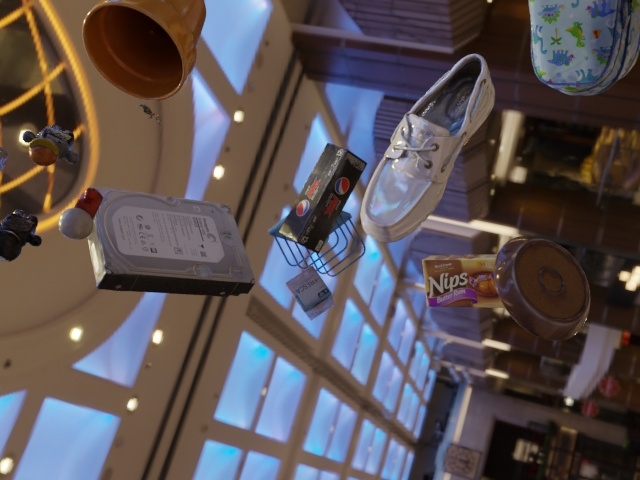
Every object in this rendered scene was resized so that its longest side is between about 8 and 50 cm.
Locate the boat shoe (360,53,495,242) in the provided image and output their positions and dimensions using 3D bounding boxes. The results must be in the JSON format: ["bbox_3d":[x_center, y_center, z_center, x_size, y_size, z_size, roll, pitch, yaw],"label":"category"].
[{"bbox_3d":[0.134,-0.128,1.001,0.277,0.098,0.096,-58,-21,-13],"label":"boat shoe"}]

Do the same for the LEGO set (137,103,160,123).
[{"bbox_3d":[-0.472,-0.357,2.141,0.023,0.054,0.083,-40,-24,18],"label":"LEGO set"}]

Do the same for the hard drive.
[{"bbox_3d":[-0.321,0.005,1.640,0.339,0.236,0.064,8,-44,-36],"label":"hard drive"}]

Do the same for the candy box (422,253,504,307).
[{"bbox_3d":[0.318,0.087,1.665,0.053,0.187,0.109,-20,-74,-58],"label":"candy box"}]

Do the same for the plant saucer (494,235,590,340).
[{"bbox_3d":[0.335,0.064,1.139,0.029,0.168,0.168,-47,15,54],"label":"plant saucer"}]

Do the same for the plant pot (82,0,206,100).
[{"bbox_3d":[-0.309,-0.401,1.453,0.205,0.205,0.188,84,-158,-46],"label":"plant pot"}]

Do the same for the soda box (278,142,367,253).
[{"bbox_3d":[0.004,-0.068,1.240,0.053,0.060,0.168,30,-91,-39],"label":"soda box"}]

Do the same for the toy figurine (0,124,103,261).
[{"bbox_3d":[-0.511,-0.085,1.362,0.148,0.213,0.209,-95,-10,-66],"label":"toy figurine"}]

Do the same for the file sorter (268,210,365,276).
[{"bbox_3d":[0.000,0.000,1.610,0.118,0.104,0.170,-38,-27,19],"label":"file sorter"}]

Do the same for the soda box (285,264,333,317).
[{"bbox_3d":[-0.016,0.096,1.367,0.058,0.063,0.183,-34,-11,-3],"label":"soda box"}]

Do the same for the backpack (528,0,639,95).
[{"bbox_3d":[0.615,-0.519,1.793,0.273,0.290,0.355,-50,-43,-39],"label":"backpack"}]
